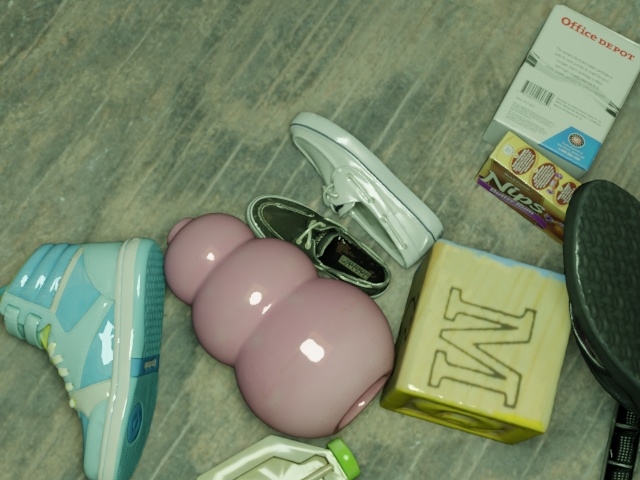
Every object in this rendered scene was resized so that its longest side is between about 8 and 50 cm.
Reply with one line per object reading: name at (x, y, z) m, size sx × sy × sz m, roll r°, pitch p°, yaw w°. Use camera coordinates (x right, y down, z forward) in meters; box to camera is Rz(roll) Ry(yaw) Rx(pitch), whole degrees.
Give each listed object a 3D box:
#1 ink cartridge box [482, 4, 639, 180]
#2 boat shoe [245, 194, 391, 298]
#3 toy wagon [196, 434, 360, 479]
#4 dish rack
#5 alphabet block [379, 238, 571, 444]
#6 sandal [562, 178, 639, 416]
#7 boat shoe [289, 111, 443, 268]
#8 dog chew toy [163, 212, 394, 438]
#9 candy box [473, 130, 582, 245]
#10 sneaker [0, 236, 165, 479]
ink cartridge box at (0.341, -0.203, 1.674) m, size 0.148 × 0.086 × 0.203 m, roll 30°, pitch 75°, yaw 4°
boat shoe at (0.000, 0.000, 1.603) m, size 0.219 × 0.070 × 0.078 m, roll 30°, pitch 75°, yaw 3°
toy wagon at (-0.027, 0.423, 1.498) m, size 0.267 × 0.068 × 0.344 m, roll -29°, pitch 81°, yaw -11°
dish rack at (0.498, 0.319, 1.551) m, size 0.271 × 0.074 × 0.208 m, roll 13°, pitch 76°, yaw 8°
alphabet block at (0.199, 0.135, 1.526) m, size 0.193 × 0.192 × 0.197 m, roll 16°, pitch 74°, yaw 1°
sandal at (0.378, 0.133, 1.439) m, size 0.167 × 0.107 × 0.446 m, roll -42°, pitch 112°, yaw -33°
boat shoe at (0.047, -0.068, 1.612) m, size 0.258 × 0.095 × 0.084 m, roll 40°, pitch 72°, yaw 7°
dog chew toy at (-0.066, 0.093, 1.518) m, size 0.332 × 0.206 × 0.206 m, roll 42°, pitch 76°, yaw 15°
candy box at (0.305, -0.061, 1.624) m, size 0.187 × 0.109 × 0.053 m, roll 36°, pitch 76°, yaw 4°
sneaker at (-0.316, 0.150, 1.524) m, size 0.208 × 0.127 × 0.319 m, roll 4°, pitch 81°, yaw 8°
